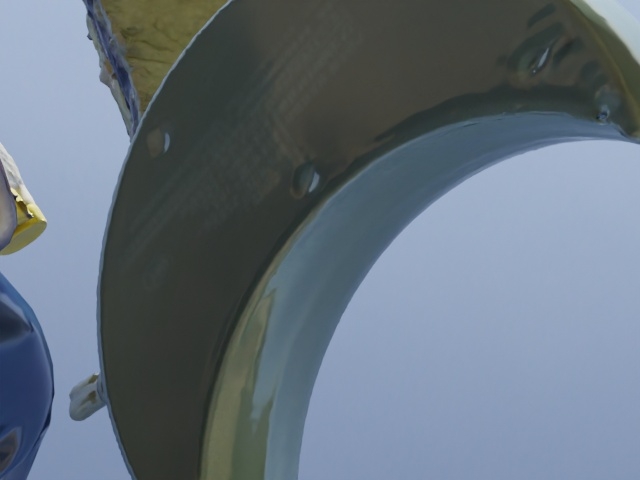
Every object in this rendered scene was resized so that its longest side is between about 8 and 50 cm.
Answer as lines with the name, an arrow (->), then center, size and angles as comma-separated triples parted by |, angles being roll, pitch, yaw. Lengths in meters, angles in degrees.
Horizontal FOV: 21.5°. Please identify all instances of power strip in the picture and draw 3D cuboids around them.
power strip -> 0.000, 0.000, 0.557 | 0.054, 0.253, 0.167 | 13, -141, -48

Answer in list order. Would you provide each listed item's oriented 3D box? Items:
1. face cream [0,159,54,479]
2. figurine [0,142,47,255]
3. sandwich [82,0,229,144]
face cream -> -0.203, 0.001, 0.352 | 0.225, 0.249, 0.249 | -30, -111, -24
figurine -> -0.257, 0.003, 1.036 | 0.129, 0.109, 0.178 | 26, -103, 34
sandwich -> -0.051, -0.106, 0.756 | 0.254, 0.099, 0.288 | 27, -117, 0
